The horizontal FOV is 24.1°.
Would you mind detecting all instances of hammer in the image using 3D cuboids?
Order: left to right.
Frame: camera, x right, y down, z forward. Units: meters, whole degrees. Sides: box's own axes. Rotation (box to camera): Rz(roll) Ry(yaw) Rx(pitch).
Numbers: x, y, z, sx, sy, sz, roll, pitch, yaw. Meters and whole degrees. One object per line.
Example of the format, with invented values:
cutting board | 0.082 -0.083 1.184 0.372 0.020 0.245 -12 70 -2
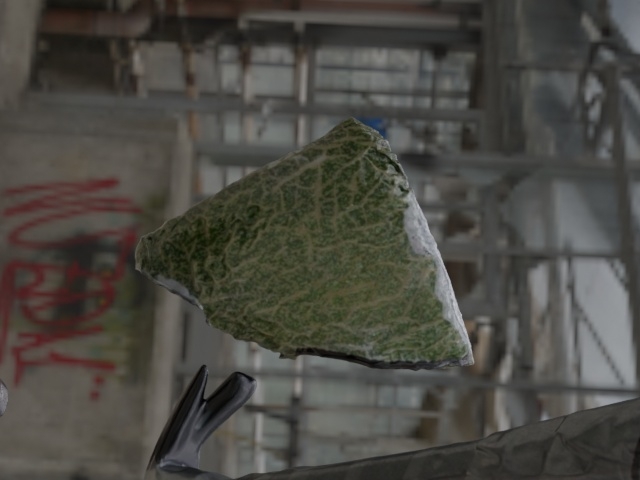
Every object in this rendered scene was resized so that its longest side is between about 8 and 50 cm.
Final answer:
hammer | 0.067 0.111 0.675 0.044 0.427 0.152 28 59 -43

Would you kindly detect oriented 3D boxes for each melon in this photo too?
melon | 0.001 -0.003 0.865 0.093 0.203 0.139 -83 -171 -85

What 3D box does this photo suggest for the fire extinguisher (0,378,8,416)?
fire extinguisher | -0.235 0.067 0.897 0.078 0.045 0.157 48 -11 36
